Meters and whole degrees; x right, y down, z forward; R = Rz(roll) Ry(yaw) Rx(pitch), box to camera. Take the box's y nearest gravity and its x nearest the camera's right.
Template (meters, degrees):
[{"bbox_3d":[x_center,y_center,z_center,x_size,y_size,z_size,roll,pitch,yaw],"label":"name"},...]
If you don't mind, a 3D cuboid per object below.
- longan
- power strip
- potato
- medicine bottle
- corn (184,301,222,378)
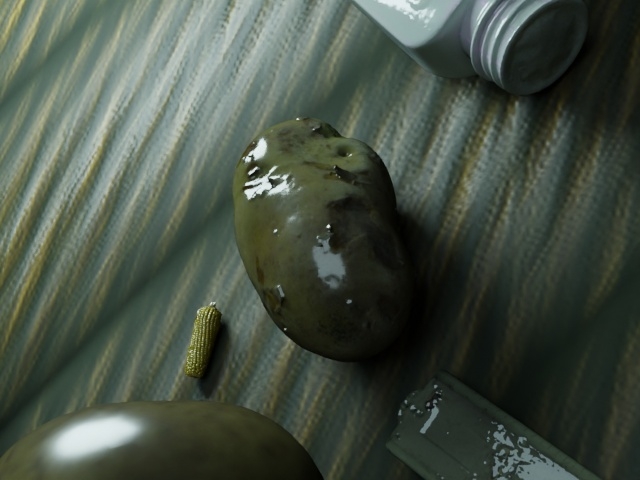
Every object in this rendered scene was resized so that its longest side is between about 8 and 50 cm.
[{"bbox_3d":[-0.143,0.274,0.927,0.319,0.319,0.319,-12,63,25],"label":"longan"},{"bbox_3d":[0.172,0.211,0.937,0.268,0.034,0.092,33,86,36],"label":"power strip"},{"bbox_3d":[0.000,0.000,1.063,0.165,0.165,0.262,-25,54,18],"label":"potato"},{"bbox_3d":[0.129,-0.279,1.134,0.179,0.124,0.324,-44,55,6],"label":"medicine bottle"},{"bbox_3d":[-0.123,0.104,1.161,0.027,0.028,0.083,8,76,26],"label":"corn"}]
